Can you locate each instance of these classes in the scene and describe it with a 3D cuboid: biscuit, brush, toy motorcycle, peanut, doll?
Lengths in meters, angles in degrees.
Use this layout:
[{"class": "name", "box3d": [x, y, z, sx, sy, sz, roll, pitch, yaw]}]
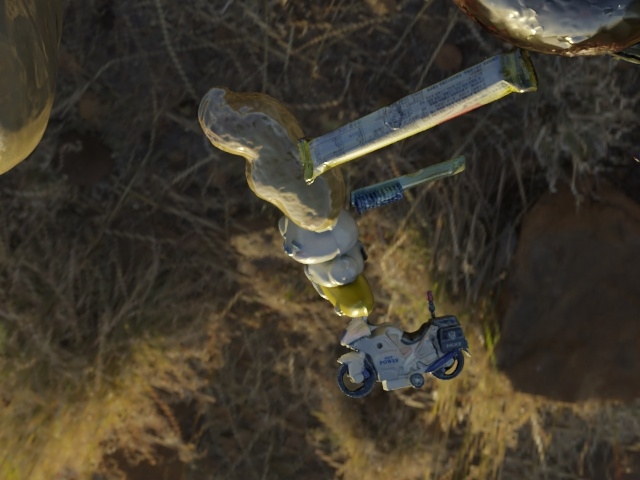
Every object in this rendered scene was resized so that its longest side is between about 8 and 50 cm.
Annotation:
[{"class": "biscuit", "box3d": [0.080, -0.117, 1.091, 0.292, 0.048, 0.026, -19, 164, 42]}, {"class": "brush", "box3d": [0.127, -0.079, 1.620, 0.179, 0.030, 0.033, -18, 135, -8]}, {"class": "toy motorcycle", "box3d": [0.127, 0.161, 1.815, 0.221, 0.150, 0.102, -9, 176, -11]}, {"class": "peanut", "box3d": [-0.056, -0.106, 1.414, 0.104, 0.085, 0.228, -36, 104, 21]}, {"class": "doll", "box3d": [0.000, 0.000, 1.664, 0.111, 0.252, 0.237, -24, 111, -7]}]

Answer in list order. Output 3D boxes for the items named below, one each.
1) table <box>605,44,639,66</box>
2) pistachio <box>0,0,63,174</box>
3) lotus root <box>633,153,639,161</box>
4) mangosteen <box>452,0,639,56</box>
[{"class": "table", "box3d": [0.376, -0.398, 1.230, 0.222, 0.334, 0.272, 12, 169, -25]}, {"class": "pistachio", "box3d": [-0.254, -0.151, 0.707, 0.166, 0.197, 0.288, 39, 161, 31]}, {"class": "lotus root", "box3d": [0.508, -0.105, 1.504, 0.170, 0.074, 0.260, 46, 121, 11]}, {"class": "mangosteen", "box3d": [0.165, -0.223, 0.761, 0.211, 0.250, 0.211, 0, 98, 0]}]
